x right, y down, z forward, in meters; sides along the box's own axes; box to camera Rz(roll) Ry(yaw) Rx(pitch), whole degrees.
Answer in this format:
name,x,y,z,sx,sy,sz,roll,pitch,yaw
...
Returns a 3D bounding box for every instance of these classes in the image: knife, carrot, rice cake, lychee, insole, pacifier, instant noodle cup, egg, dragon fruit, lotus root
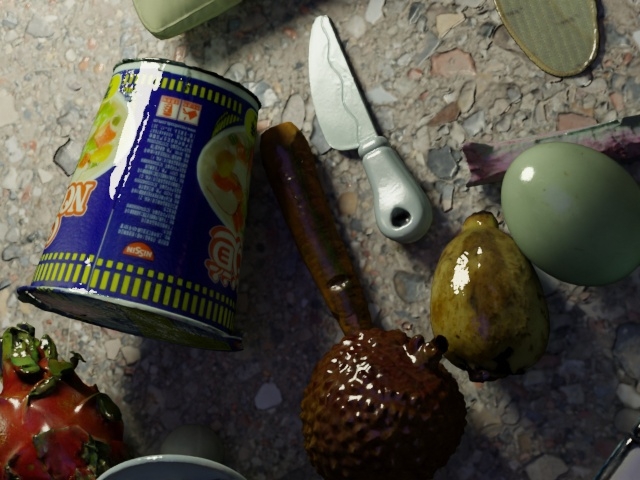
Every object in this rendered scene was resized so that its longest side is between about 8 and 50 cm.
name,x,y,z,sx,sy,sz,roll,pitch,yaw
knife,0.045,-0.139,1.640,0.080,0.044,0.331,-33,69,18
carrot,0.000,0.000,1.625,0.066,0.066,0.314,-25,80,13
rice cake,0.307,-0.113,1.530,0.290,0.081,0.051,-10,67,16
lychee,0.077,0.195,1.505,0.200,0.200,0.238,45,116,17
insole,0.257,-0.363,1.613,0.119,0.009,0.349,-20,78,15
pacifier,-0.150,0.315,1.566,0.238,0.287,0.226,-14,43,9
instant noodle cup,-0.198,-0.046,1.597,0.284,0.284,0.313,9,77,18
egg,0.291,-0.031,1.477,0.192,0.149,0.149,36,95,-14
dragon fruit,-0.342,0.221,1.642,0.200,0.198,0.269,-21,68,35
lotus root,0.194,0.064,1.523,0.138,0.138,0.214,-14,68,15

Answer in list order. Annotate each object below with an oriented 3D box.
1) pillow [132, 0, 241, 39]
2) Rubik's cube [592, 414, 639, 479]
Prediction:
name,x,y,z,sx,sy,sz,roll,pitch,yaw
pillow,-0.124,-0.433,1.682,0.322,0.120,0.256,-23,77,13
Rubik's cube,0.505,0.225,1.285,0.343,0.344,0.337,36,93,19
